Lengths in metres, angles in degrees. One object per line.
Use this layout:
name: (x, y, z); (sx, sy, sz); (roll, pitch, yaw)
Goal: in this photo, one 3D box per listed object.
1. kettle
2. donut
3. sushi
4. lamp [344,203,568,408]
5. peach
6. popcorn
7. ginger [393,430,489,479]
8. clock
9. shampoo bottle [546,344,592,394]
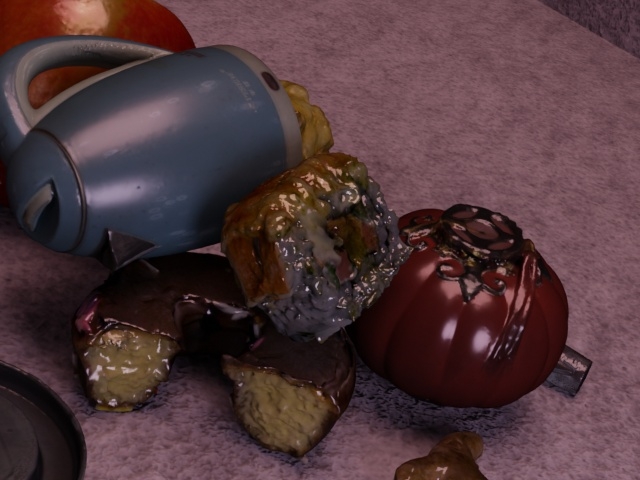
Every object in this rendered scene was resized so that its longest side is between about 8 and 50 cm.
kettle: (-0.244, -0.120, 1.376); (0.342, 0.247, 0.319); (-21, 70, -44)
donut: (-0.129, 0.127, 1.389); (0.345, 0.136, 0.259); (15, 27, -4)
sushi: (0.000, 0.000, 1.323); (0.184, 0.139, 0.274); (59, 41, -11)
lamp: (0.178, 0.088, 1.489); (0.303, 0.257, 0.303); (12, 31, -7)
peach: (-0.363, -0.214, 1.637); (0.388, 0.388, 0.388); (13, 29, -7)
popcorn: (-0.115, -0.170, 1.844); (0.286, 0.215, 0.252); (-4, 12, -25)
ginger: (0.175, 0.319, 1.264); (0.166, 0.080, 0.333); (16, 29, -27)
clock: (-0.400, 0.225, 1.138); (0.319, 0.066, 0.319); (13, 30, -7)
shampoo bottle: (0.293, 0.152, 1.645); (0.208, 0.063, 0.057); (30, 41, 19)
